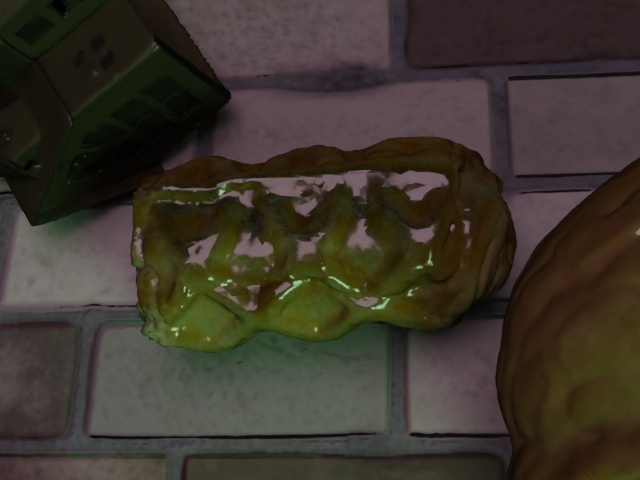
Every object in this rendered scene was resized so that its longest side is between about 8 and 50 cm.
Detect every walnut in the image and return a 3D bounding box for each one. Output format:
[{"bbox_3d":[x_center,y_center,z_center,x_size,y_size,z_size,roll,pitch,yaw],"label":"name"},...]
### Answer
[{"bbox_3d":[0.246,0.080,0.613,0.313,0.277,0.252,-29,28,2],"label":"walnut"}]

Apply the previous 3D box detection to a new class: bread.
[{"bbox_3d":[0.000,0.000,0.759,0.268,0.130,0.152,-5,57,6],"label":"bread"}]

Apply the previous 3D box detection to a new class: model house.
[{"bbox_3d":[-0.239,-0.125,0.826,0.243,0.204,0.211,-38,65,9],"label":"model house"}]
